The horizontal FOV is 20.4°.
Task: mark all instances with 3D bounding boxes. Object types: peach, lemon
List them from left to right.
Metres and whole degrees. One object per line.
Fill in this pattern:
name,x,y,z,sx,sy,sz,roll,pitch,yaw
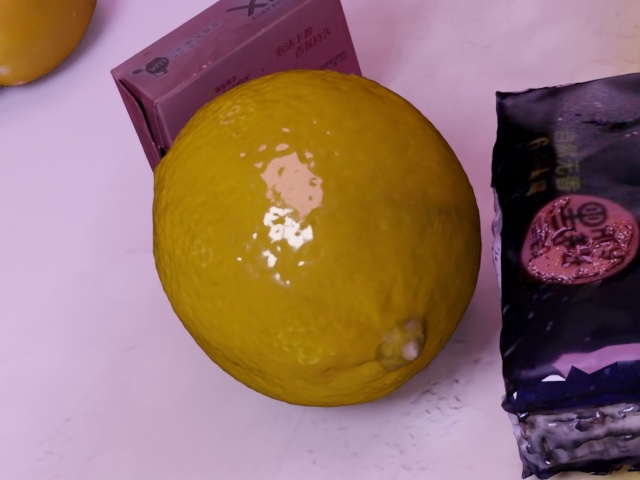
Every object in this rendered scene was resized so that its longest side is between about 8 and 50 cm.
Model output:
peach,-0.249,-0.172,1.291,0.179,0.103,0.179,-12,41,11
lemon,0.000,0.000,0.972,0.178,0.178,0.203,-30,46,-12

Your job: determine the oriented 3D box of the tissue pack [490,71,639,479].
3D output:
tissue pack,0.254,-0.007,0.929,0.332,0.123,0.245,-7,46,13

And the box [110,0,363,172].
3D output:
box,-0.048,-0.095,1.135,0.156,0.111,0.060,-36,45,-19
